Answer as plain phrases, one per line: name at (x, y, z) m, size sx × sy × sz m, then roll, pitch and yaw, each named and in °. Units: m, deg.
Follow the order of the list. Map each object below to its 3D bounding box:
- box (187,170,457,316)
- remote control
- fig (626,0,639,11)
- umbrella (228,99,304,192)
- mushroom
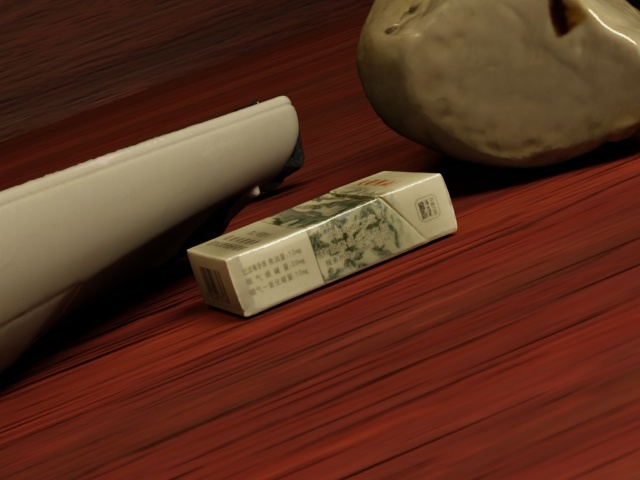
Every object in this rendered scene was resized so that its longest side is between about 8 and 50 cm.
box at (0.000, 0.000, 0.607) m, size 0.083 × 0.024 × 0.054 m, roll -22°, pitch 8°, yaw -17°
remote control at (-0.114, 0.024, 0.611) m, size 0.109 × 0.055 × 0.313 m, roll -39°, pitch -7°, yaw 35°
fig at (0.156, -0.127, 0.736) m, size 0.117 × 0.117 × 0.177 m, roll -23°, pitch 17°, yaw -25°
umbrella at (-0.093, -0.027, 0.903) m, size 0.188 × 0.046 × 0.050 m, roll -20°, pitch 15°, yaw 27°
mushroom at (0.067, -0.081, 0.726) m, size 0.108 × 0.096 × 0.247 m, roll -24°, pitch 8°, yaw -4°
